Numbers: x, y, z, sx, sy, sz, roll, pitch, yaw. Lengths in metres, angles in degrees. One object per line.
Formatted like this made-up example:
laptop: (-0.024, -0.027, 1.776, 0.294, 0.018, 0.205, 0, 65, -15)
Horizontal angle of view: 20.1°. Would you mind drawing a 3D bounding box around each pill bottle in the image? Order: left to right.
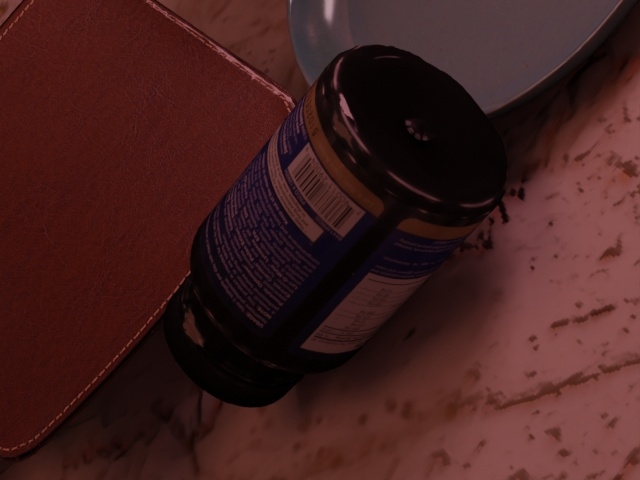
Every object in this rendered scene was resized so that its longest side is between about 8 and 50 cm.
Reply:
pill bottle: (0.000, 0.000, 1.051, 0.219, 0.123, 0.122, -48, 35, 37)

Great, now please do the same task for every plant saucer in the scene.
plant saucer: (0.107, -0.204, 1.128, 0.318, 0.044, 0.317, -23, 54, 36)

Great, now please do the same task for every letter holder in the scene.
letter holder: (-0.168, -0.004, 1.218, 0.214, 0.152, 0.302, 35, 76, 14)
